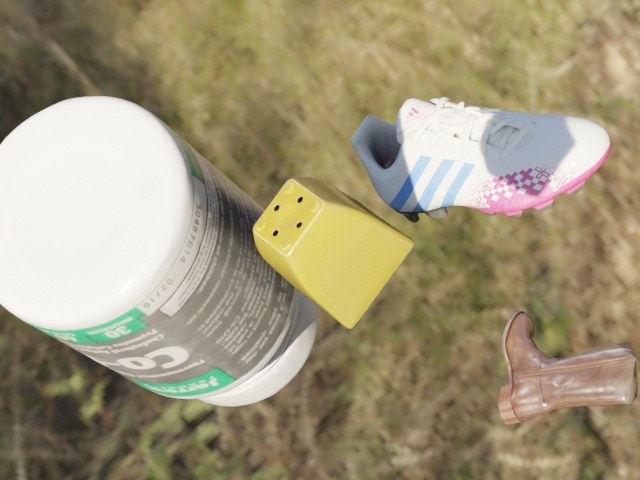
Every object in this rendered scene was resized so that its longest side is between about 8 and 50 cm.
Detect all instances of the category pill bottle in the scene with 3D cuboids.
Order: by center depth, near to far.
[{"bbox_3d":[-0.141,0.026,1.623,0.204,0.204,0.361,-40,-28,5],"label":"pill bottle"}]

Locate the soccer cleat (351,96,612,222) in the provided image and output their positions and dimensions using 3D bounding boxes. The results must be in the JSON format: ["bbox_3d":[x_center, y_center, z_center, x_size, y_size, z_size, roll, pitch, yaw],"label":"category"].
[{"bbox_3d":[0.165,-0.101,1.997,0.331,0.143,0.116,-10,36,47],"label":"soccer cleat"}]

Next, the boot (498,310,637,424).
[{"bbox_3d":[0.194,0.088,1.370,0.114,0.037,0.106,-18,48,32],"label":"boot"}]

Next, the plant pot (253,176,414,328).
[{"bbox_3d":[0.000,0.000,1.312,0.081,0.083,0.081,-54,45,1],"label":"plant pot"}]
